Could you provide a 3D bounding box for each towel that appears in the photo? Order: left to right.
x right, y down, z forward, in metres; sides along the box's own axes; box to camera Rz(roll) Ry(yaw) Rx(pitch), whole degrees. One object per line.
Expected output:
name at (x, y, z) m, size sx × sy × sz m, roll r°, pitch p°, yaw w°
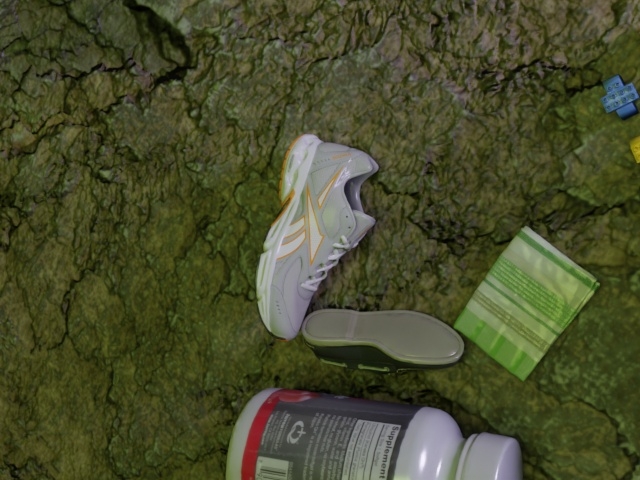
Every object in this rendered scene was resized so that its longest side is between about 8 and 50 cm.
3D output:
towel at (0.240, 0.074, 1.151) m, size 0.113 × 0.023 × 0.152 m, roll 40°, pitch 109°, yaw 22°

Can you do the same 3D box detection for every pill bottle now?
pill bottle at (0.065, 0.276, 1.148) m, size 0.319 × 0.176 × 0.176 m, roll 3°, pitch 92°, yaw 25°

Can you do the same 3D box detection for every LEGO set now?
LEGO set at (0.362, -0.124, 1.048) m, size 0.087 × 0.093 × 0.227 m, roll -27°, pitch 80°, yaw 23°

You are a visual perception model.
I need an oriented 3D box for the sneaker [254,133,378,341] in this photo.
sneaker at (0.000, 0.000, 1.207) m, size 0.121 × 0.099 × 0.262 m, roll 11°, pitch 85°, yaw 16°

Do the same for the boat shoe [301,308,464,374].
boat shoe at (0.079, 0.131, 1.216) m, size 0.206 × 0.075 × 0.065 m, roll 6°, pitch 136°, yaw 20°
